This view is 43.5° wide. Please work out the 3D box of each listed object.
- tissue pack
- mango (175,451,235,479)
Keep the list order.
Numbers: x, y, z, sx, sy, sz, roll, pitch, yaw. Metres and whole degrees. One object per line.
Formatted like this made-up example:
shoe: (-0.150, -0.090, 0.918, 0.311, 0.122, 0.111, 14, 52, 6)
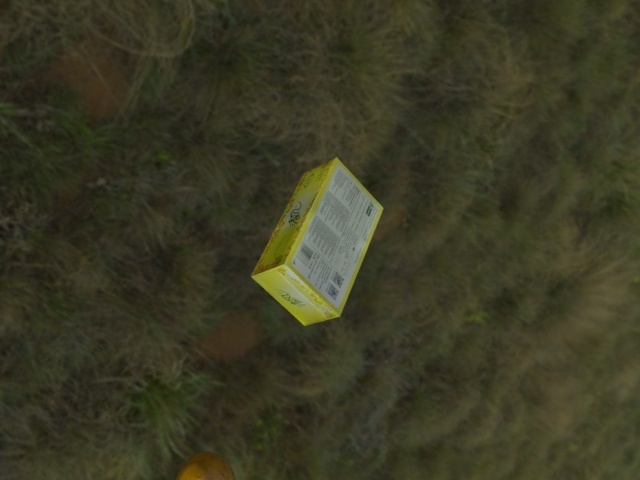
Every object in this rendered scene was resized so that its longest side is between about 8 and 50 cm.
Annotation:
tissue pack: (0.000, 0.000, 0.935, 0.095, 0.062, 0.176, 44, 47, -24)
mango: (-0.097, 0.216, 0.708, 0.089, 0.046, 0.060, 32, 63, -72)
